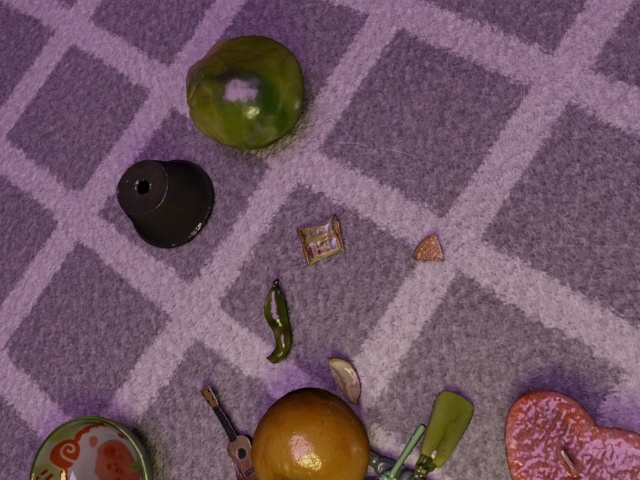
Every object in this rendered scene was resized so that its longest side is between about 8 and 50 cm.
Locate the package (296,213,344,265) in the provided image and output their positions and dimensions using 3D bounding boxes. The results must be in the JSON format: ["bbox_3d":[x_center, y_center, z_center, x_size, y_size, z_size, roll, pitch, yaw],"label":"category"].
[{"bbox_3d":[0.002,-0.001,1.415,0.121,0.031,0.107,-21,71,16],"label":"package"}]

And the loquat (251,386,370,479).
[{"bbox_3d":[-0.023,0.458,1.188,0.263,0.263,0.262,-4,75,16],"label":"loquat"}]

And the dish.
[{"bbox_3d":[-0.556,0.604,1.382,0.325,0.124,0.323,-2,81,11],"label":"dish"}]

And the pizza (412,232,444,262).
[{"bbox_3d":[0.271,0.031,1.329,0.083,0.025,0.078,-47,64,8],"label":"pizza"}]

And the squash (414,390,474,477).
[{"bbox_3d":[0.262,0.439,1.203,0.090,0.075,0.200,35,65,3],"label":"squash"}]

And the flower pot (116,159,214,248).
[{"bbox_3d":[-0.448,-0.125,1.512,0.269,0.166,0.268,-4,74,14],"label":"flower pot"}]

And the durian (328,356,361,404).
[{"bbox_3d":[0.063,0.328,1.295,0.052,0.066,0.130,-34,79,6],"label":"durian"}]

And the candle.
[{"bbox_3d":[0.484,0.456,1.057,0.317,0.131,0.287,31,80,38],"label":"candle"}]

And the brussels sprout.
[{"bbox_3d":[-0.199,-0.387,1.465,0.345,0.268,0.343,-16,51,21],"label":"brussels sprout"}]

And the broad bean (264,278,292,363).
[{"bbox_3d":[-0.109,0.204,1.386,0.071,0.048,0.213,-5,78,15],"label":"broad bean"}]

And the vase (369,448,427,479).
[{"bbox_3d":[0.184,0.532,1.210,0.212,0.060,0.059,28,85,26],"label":"vase"}]

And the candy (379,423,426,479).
[{"bbox_3d":[0.146,0.491,1.143,0.097,0.097,0.323,34,119,21],"label":"candy"}]

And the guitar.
[{"bbox_3d":[-0.220,0.477,1.353,0.084,0.038,0.271,-37,72,4],"label":"guitar"}]
